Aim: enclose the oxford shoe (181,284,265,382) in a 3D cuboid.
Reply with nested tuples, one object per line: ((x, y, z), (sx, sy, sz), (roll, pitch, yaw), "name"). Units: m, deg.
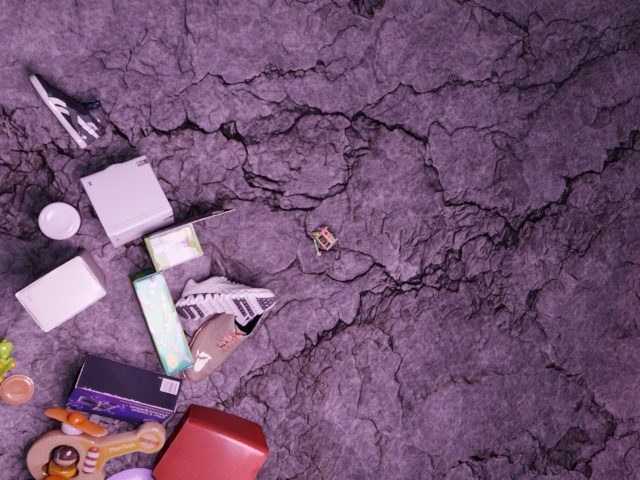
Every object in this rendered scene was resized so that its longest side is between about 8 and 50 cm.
((-0.285, 0.280, 1.556), (0.123, 0.130, 0.348), (40, 79, -19), "oxford shoe")

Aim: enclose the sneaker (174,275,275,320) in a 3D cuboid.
((-0.272, 0.154, 1.511), (0.292, 0.118, 0.110), (-3, 137, 8), "sneaker")

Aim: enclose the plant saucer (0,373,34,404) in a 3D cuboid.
((-0.822, 0.404, 1.416), (0.083, 0.013, 0.083), (-2, 94, -21), "plant saucer")

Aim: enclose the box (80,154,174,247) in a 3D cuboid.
((-0.520, -0.106, 1.421), (0.181, 0.119, 0.182), (-26, 81, -18), "box")

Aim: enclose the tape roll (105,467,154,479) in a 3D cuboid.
((-0.524, 0.784, 1.443), (0.275, 0.090, 0.275), (15, 54, -22), "tape roll")

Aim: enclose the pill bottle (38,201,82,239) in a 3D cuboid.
((-0.674, -0.053, 1.364), (0.094, 0.169, 0.094), (-2, 94, -22), "pill bottle")

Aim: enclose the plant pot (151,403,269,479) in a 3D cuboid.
((-0.330, 0.627, 1.503), (0.236, 0.267, 0.267), (34, 80, -8), "plant pot")

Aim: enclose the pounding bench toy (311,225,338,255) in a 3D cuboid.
((0.000, 0.000, 1.693), (0.083, 0.052, 0.065), (-47, 107, -13), "pounding bench toy")

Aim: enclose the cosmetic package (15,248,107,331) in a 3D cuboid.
((-0.636, 0.112, 1.313), (0.160, 0.309, 0.113), (-34, 105, -16), "cosmetic package")

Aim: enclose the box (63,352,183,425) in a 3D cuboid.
((-0.538, 0.418, 1.428), (0.261, 0.184, 0.103), (23, 51, -21), "box")

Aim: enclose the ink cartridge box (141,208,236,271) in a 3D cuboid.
((-0.362, -0.009, 1.478), (0.255, 0.189, 0.097), (-21, 100, -19), "ink cartridge box")

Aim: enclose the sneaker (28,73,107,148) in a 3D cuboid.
((-0.664, -0.369, 1.406), (0.121, 0.079, 0.217), (-40, 114, -18), "sneaker")

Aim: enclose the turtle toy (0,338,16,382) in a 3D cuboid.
((-0.852, 0.322, 1.366), (0.066, 0.095, 0.130), (37, 78, 2), "turtle toy")

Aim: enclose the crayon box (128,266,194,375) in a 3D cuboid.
((-0.450, 0.221, 1.467), (0.081, 0.165, 0.278), (-20, 100, -23), "crayon box")

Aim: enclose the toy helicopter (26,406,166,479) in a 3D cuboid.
((-0.600, 0.546, 1.404), (0.355, 0.140, 0.235), (-11, 101, -8), "toy helicopter")
